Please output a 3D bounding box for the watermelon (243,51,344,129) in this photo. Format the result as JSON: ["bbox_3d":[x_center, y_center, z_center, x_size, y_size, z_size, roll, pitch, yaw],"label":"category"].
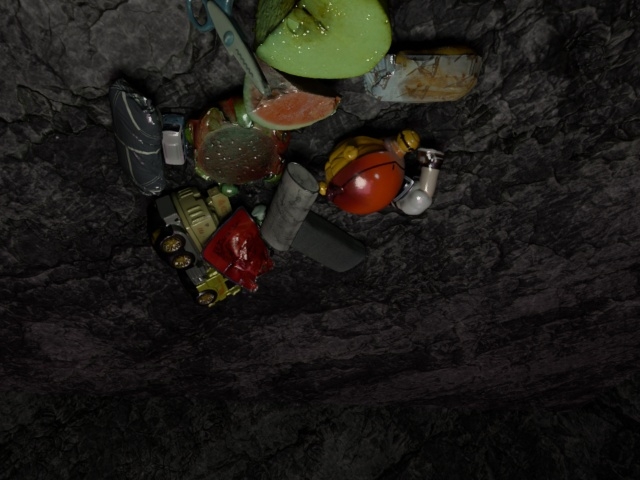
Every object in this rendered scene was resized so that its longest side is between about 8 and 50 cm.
[{"bbox_3d":[-0.078,-0.344,1.140,0.231,0.146,0.128,-4,153,-44],"label":"watermelon"}]

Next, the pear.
[{"bbox_3d":[0.031,-0.448,0.996,0.292,0.160,0.292,3,153,2],"label":"pear"}]

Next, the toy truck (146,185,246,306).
[{"bbox_3d":[-0.356,0.015,1.541,0.253,0.181,0.405,-24,140,-9],"label":"toy truck"}]

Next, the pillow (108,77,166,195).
[{"bbox_3d":[-0.447,-0.242,1.243,0.092,0.161,0.335,-33,160,-32],"label":"pillow"}]

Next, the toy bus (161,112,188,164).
[{"bbox_3d":[-0.375,-0.256,1.288,0.060,0.075,0.123,3,141,-6],"label":"toy bus"}]

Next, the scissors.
[{"bbox_3d":[-0.173,-0.404,0.991,0.138,0.289,0.041,-35,172,34],"label":"scissors"}]

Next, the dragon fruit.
[{"bbox_3d":[-0.202,-0.241,1.264,0.268,0.130,0.295,13,139,-24],"label":"dragon fruit"}]

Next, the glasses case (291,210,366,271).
[{"bbox_3d":[0.000,0.000,1.622,0.323,0.074,0.131,31,132,-34],"label":"glasses case"}]

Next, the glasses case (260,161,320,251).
[{"bbox_3d":[-0.090,-0.083,1.393,0.114,0.060,0.299,47,144,11],"label":"glasses case"}]

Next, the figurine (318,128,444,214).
[{"bbox_3d":[0.146,-0.164,1.329,0.322,0.196,0.320,6,148,-26],"label":"figurine"}]

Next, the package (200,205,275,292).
[{"bbox_3d":[-0.227,0.045,1.505,0.071,0.194,0.269,14,152,29],"label":"package"}]

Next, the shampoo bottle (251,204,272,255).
[{"bbox_3d":[-0.185,-0.033,1.582,0.065,0.065,0.205,1,141,-3],"label":"shampoo bottle"}]

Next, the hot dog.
[{"bbox_3d":[0.233,-0.378,1.151,0.270,0.082,0.163,-5,155,-10],"label":"hot dog"}]
